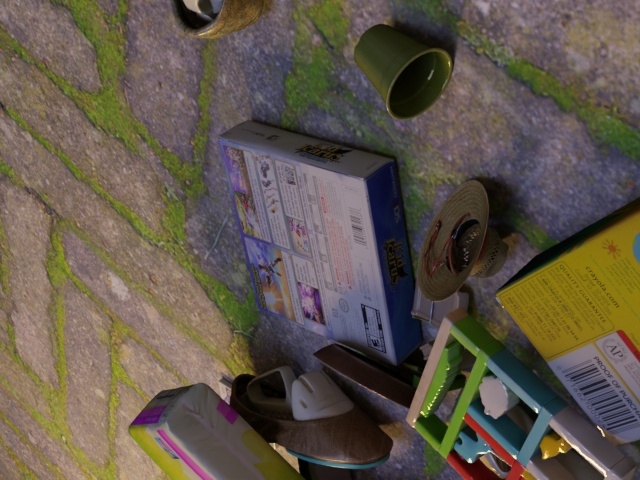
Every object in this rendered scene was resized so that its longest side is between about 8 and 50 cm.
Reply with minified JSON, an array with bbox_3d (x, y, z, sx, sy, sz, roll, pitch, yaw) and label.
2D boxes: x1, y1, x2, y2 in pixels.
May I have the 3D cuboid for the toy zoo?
[{"bbox_3d":[0.220,0.230,1.125,0.293,0.030,0.192,44,142,28],"label":"toy zoo"}]

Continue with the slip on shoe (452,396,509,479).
[{"bbox_3d":[0.195,0.259,1.312,0.051,0.041,0.135,2,121,49],"label":"slip on shoe"}]

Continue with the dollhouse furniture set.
[{"bbox_3d":[0.152,0.109,1.252,0.076,0.059,0.151,25,117,46],"label":"dollhouse furniture set"}]

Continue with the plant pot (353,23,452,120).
[{"bbox_3d":[0.075,-0.177,1.056,0.079,0.083,0.083,46,147,32],"label":"plant pot"}]

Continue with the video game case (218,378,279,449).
[{"bbox_3d":[-0.119,0.287,1.737,0.122,0.011,0.087,26,137,35],"label":"video game case"}]

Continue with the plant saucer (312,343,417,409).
[{"bbox_3d":[0.070,0.172,1.328,0.168,0.029,0.168,27,177,1],"label":"plant saucer"}]

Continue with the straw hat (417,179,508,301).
[{"bbox_3d":[0.164,0.010,1.111,0.061,0.144,0.144,20,150,-18],"label":"straw hat"}]

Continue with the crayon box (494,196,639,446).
[{"bbox_3d":[0.327,0.058,0.947,0.202,0.081,0.318,53,146,1],"label":"crayon box"}]

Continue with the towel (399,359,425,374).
[{"bbox_3d":[0.105,0.153,1.326,0.083,0.009,0.060,21,178,41],"label":"towel"}]

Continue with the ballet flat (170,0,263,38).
[{"bbox_3d":[-0.121,-0.365,1.086,0.123,0.123,0.348,30,139,31],"label":"ballet flat"}]

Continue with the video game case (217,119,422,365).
[{"bbox_3d":[0.000,0.000,1.303,0.244,0.061,0.269,19,132,39],"label":"video game case"}]

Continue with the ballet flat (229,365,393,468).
[{"bbox_3d":[-0.031,0.246,1.533,0.342,0.116,0.124,0,101,55],"label":"ballet flat"}]

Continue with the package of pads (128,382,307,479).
[{"bbox_3d":[-0.137,0.344,1.561,0.296,0.101,0.229,46,155,-9],"label":"package of pads"}]

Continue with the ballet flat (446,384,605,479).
[{"bbox_3d":[0.250,0.263,1.215,0.248,0.086,0.086,38,143,22],"label":"ballet flat"}]

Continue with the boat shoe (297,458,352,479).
[{"bbox_3d":[0.009,0.403,1.628,0.076,0.080,0.228,16,130,50],"label":"boat shoe"}]
